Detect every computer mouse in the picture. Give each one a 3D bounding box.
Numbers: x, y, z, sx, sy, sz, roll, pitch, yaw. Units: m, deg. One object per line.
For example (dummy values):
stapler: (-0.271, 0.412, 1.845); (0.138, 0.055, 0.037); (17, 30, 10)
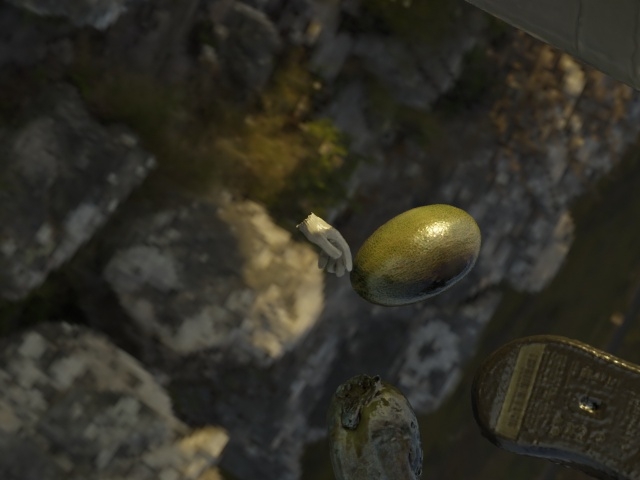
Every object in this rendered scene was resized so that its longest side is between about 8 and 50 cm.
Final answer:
computer mouse: (0.303, 0.196, 1.813); (0.147, 0.264, 0.088); (-68, 161, -10)

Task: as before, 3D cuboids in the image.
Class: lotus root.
lotus root: (0.049, 0.191, 1.409); (0.088, 0.088, 0.165); (-24, 112, -47)

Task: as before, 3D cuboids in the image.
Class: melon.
melon: (0.104, 0.018, 1.781); (0.162, 0.099, 0.099); (-25, 137, -26)

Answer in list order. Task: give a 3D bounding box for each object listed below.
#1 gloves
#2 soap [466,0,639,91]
gloves: (0.002, -0.001, 1.578); (0.037, 0.081, 0.044); (-31, 180, 5)
soap: (0.237, -0.324, 1.233); (0.213, 0.435, 0.350); (-17, 129, -33)
